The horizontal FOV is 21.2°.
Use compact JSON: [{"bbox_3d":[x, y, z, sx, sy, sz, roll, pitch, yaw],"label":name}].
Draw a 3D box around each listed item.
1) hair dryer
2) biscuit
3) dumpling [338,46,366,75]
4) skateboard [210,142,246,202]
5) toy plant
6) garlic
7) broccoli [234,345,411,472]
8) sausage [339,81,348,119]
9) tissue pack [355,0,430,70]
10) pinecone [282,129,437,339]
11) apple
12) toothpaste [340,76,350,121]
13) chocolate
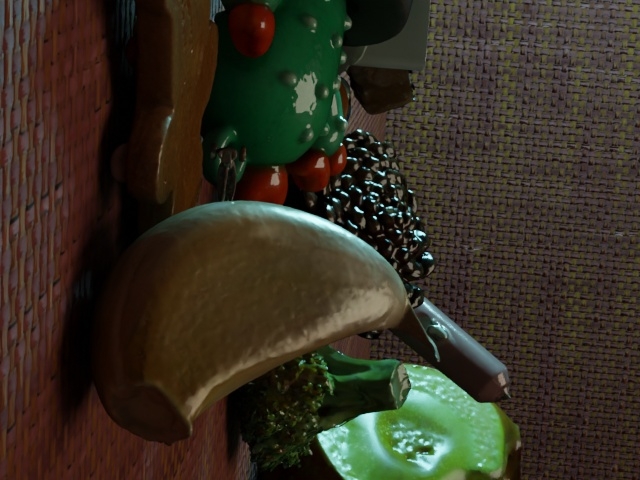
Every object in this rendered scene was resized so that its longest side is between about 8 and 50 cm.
[{"bbox_3d":[0.079,0.057,1.904,0.125,0.352,0.210,-49,167,-11],"label":"hair dryer"},{"bbox_3d":[-0.112,-0.111,1.224,0.205,0.049,0.324,-76,171,-50],"label":"biscuit"},{"bbox_3d":[0.007,-0.256,1.791,0.252,0.131,0.179,51,-45,47],"label":"dumpling"},{"bbox_3d":[-0.077,-0.029,1.337,0.083,0.032,0.064,-85,-179,-49],"label":"skateboard"},{"bbox_3d":[-0.016,-0.214,1.467,0.279,0.185,0.400,109,6,-68],"label":"toy plant"},{"bbox_3d":[-0.052,0.054,1.183,0.164,0.245,0.145,54,-35,32],"label":"garlic"},{"bbox_3d":[0.004,0.153,1.886,0.194,0.194,0.219,-66,150,-72],"label":"broccoli"},{"bbox_3d":[-0.020,-0.146,1.897,0.238,0.098,0.098,-45,140,-79],"label":"sausage"},{"bbox_3d":[0.045,-0.325,1.960,0.159,0.136,0.246,-142,-125,-74],"label":"tissue pack"},{"bbox_3d":[0.000,0.000,1.698,0.221,0.221,0.221,5,90,-84],"label":"pinecone"},{"bbox_3d":[0.095,0.332,2.206,0.384,0.374,0.374,5,90,-84],"label":"apple"},{"bbox_3d":[0.022,-0.193,2.500,0.268,0.047,0.069,78,7,-81],"label":"toothpaste"},{"bbox_3d":[0.063,-0.292,2.396,0.148,0.093,0.214,-111,-178,-46],"label":"chocolate"}]
